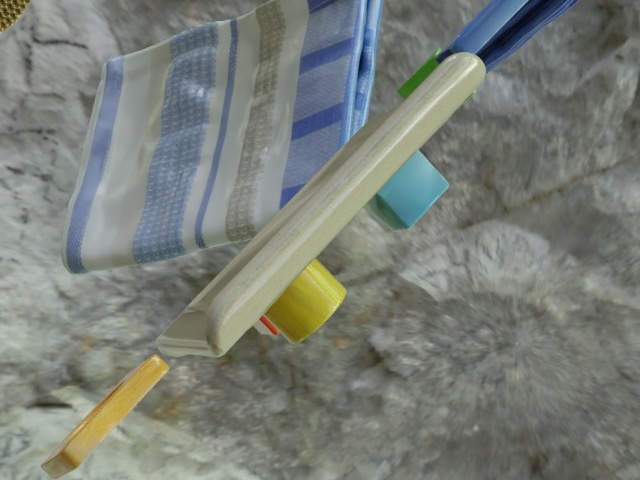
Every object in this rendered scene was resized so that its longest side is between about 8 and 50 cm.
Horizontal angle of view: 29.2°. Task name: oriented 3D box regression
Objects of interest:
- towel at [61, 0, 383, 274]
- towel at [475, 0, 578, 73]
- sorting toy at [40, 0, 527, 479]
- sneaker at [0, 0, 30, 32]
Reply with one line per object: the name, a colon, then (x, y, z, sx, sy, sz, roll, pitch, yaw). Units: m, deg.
towel: (-0.082, -0.087, 0.936, 0.285, 0.034, 0.209, -12, -122, 36)
towel: (0.241, -0.272, 1.039, 0.040, 0.336, 0.243, 44, -45, -9)
sorting toy: (0.000, 0.000, 0.621, 0.047, 0.196, 0.347, 45, -104, -4)
sneaker: (-0.318, -0.308, 1.312, 0.185, 0.069, 0.084, -37, -119, 11)
